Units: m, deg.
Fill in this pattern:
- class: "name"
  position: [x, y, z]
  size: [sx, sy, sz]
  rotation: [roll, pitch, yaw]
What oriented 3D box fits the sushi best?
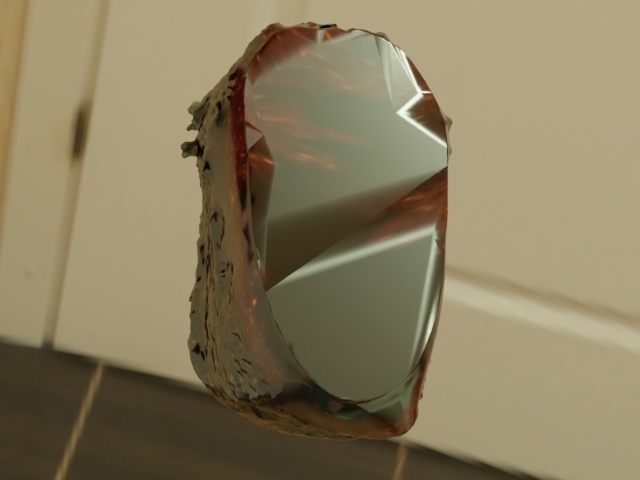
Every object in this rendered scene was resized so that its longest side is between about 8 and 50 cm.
- class: "sushi"
  position: [0.000, 0.000, 1.078]
  size: [0.136, 0.126, 0.225]
  rotation: [-1, 76, -14]
